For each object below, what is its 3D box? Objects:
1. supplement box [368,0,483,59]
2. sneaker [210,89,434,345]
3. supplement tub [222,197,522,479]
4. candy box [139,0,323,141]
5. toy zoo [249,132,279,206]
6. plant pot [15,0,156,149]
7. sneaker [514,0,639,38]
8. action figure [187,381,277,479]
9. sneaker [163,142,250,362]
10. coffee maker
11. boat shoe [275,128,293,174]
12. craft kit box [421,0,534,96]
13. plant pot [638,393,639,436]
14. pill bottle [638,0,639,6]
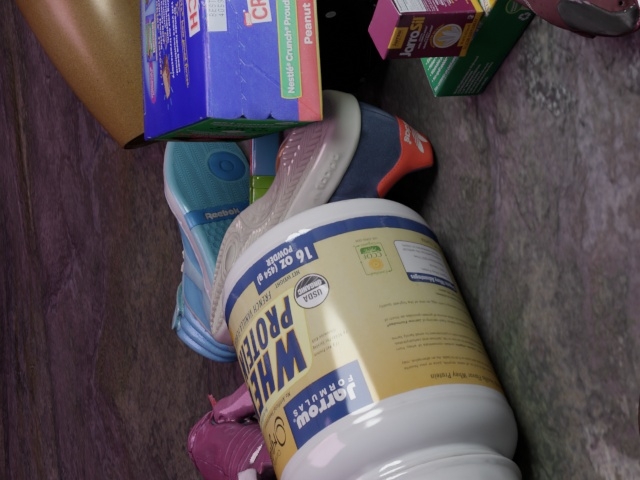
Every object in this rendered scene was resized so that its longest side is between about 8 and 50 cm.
[{"bbox_3d":[0.091,-0.192,1.333,0.055,0.083,0.043,109,147,-46],"label":"supplement box"},{"bbox_3d":[0.000,0.000,1.605,0.350,0.148,0.131,-54,31,41],"label":"sneaker"},{"bbox_3d":[0.051,0.144,1.451,0.228,0.228,0.316,114,143,-49],"label":"supplement tub"},{"bbox_3d":[-0.101,-0.240,1.544,0.317,0.122,0.268,-179,87,-74],"label":"candy box"},{"bbox_3d":[-0.067,-0.154,1.812,0.192,0.030,0.293,-156,67,-86],"label":"toy zoo"},{"bbox_3d":[-0.274,-0.267,2.157,0.254,0.237,0.237,67,155,5],"label":"plant pot"},{"bbox_3d":[0.213,-0.251,1.115,0.162,0.106,0.281,37,155,12],"label":"sneaker"},{"bbox_3d":[-0.059,0.274,1.714,0.370,0.276,0.248,19,119,50],"label":"action figure"},{"bbox_3d":[-0.155,0.018,2.032,0.208,0.127,0.319,121,139,-52],"label":"sneaker"},{"bbox_3d":[-0.015,-0.241,1.633,0.171,0.120,0.178,-61,30,29],"label":"coffee maker"},{"bbox_3d":[0.000,-0.016,1.724,0.096,0.098,0.277,-80,-7,-56],"label":"boat shoe"},{"bbox_3d":[0.133,-0.300,1.386,0.250,0.061,0.246,121,140,-54],"label":"craft kit box"},{"bbox_3d":[0.290,0.104,0.960,0.230,0.215,0.215,116,145,-75],"label":"plant pot"},{"bbox_3d":[0.285,-0.157,0.884,0.108,0.194,0.108,175,90,-67],"label":"pill bottle"}]
